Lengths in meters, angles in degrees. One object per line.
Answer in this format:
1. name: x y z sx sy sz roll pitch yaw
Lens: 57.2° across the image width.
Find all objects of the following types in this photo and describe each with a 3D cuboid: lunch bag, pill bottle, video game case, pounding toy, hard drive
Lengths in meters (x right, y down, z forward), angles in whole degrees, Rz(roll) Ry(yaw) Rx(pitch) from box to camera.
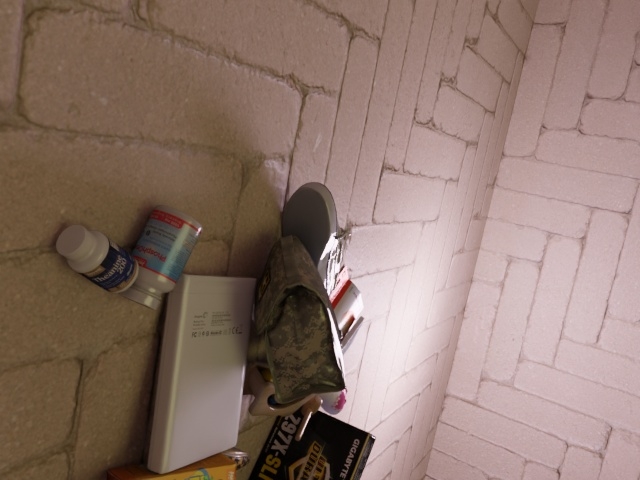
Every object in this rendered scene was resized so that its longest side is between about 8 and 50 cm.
1. lunch bag: -0.053 0.154 1.247 0.235 0.169 0.287 -104 -177 -65
2. pill bottle: -0.330 0.026 0.868 0.067 0.067 0.120 -64 151 -19
3. video game case: 0.072 0.318 1.762 0.157 0.019 0.143 -47 164 -41
4. pounding toy: -0.056 0.360 1.379 0.154 0.155 0.269 -50 144 12
5. hard drive: -0.223 0.244 1.147 0.233 0.047 0.353 11 85 -63
6. pill bottle: -0.266 0.029 0.967 0.160 0.087 0.087 -67 152 -14

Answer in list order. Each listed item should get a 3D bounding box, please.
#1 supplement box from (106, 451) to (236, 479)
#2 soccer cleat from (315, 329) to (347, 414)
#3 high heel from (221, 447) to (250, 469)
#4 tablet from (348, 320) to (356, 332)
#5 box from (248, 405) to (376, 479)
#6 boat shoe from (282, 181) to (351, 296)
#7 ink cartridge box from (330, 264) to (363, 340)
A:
1. supplement box: -0.273 0.455 1.093 0.233 0.080 0.078 6 84 -42
2. soccer cleat: -0.012 0.370 1.613 0.143 0.116 0.331 -29 128 -33
3. high heel: -0.260 0.519 1.213 0.261 0.093 0.186 21 79 -46
4. tablet: 0.102 0.276 1.863 0.054 0.006 0.083 -52 145 -37
5. box: -0.038 0.602 1.506 0.322 0.257 0.079 -64 150 -18
6. boat shoe: 0.007 0.004 1.408 0.156 0.136 0.367 -43 142 -44
7. ink cartridge box: 0.070 0.182 1.715 0.145 0.045 0.179 -53 148 -36
